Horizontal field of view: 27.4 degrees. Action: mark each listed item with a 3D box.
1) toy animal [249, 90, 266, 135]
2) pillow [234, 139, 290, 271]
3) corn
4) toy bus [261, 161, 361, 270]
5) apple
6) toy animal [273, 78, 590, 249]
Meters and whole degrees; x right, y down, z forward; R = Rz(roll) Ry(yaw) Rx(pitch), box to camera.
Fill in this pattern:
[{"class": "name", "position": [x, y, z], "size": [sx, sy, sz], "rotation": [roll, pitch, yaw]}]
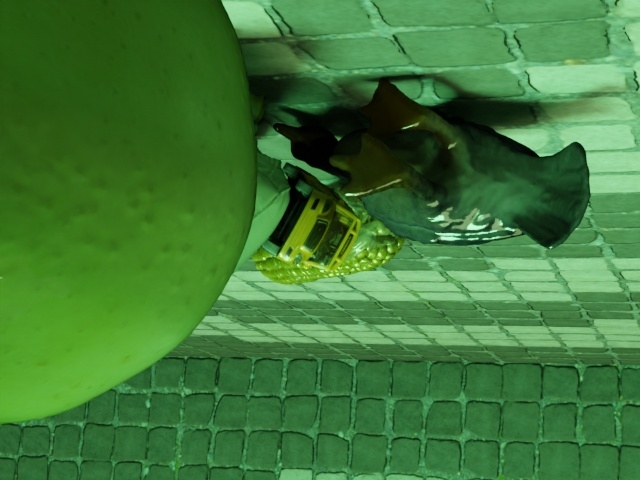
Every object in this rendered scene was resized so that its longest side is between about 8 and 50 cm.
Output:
[{"class": "toy animal", "position": [-0.141, -0.119, 1.086], "size": [0.181, 0.073, 0.136], "rotation": [-2, -176, 4]}, {"class": "pillow", "position": [-0.146, -0.002, 1.151], "size": [0.120, 0.255, 0.322], "rotation": [51, 180, -12]}, {"class": "corn", "position": [0.000, 0.000, 1.523], "size": [0.106, 0.106, 0.293], "rotation": [10, 165, -27]}, {"class": "toy bus", "position": [-0.010, -0.018, 1.173], "size": [0.074, 0.069, 0.162], "rotation": [28, -173, -11]}, {"class": "apple", "position": [-0.216, -0.065, 0.747], "size": [0.357, 0.357, 0.357], "rotation": [3, 168, 1]}, {"class": "toy animal", "position": [0.097, -0.062, 1.165], "size": [0.298, 0.122, 0.185], "rotation": [11, 167, 19]}]
